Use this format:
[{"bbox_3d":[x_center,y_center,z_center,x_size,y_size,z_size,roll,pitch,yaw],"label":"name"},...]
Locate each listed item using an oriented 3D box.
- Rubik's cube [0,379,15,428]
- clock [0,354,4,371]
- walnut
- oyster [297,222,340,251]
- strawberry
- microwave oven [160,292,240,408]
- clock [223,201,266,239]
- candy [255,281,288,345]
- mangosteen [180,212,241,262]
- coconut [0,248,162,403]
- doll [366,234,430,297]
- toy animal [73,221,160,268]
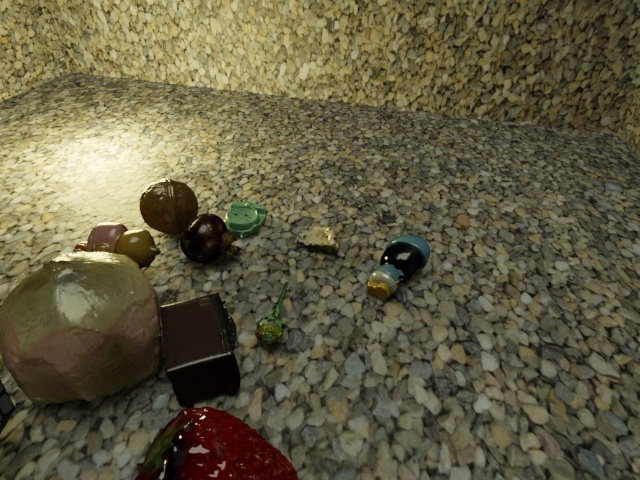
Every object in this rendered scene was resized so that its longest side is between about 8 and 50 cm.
[{"bbox_3d":[-0.859,0.403,0.879,0.319,0.318,0.264,17,12,17],"label":"Rubik's cube"},{"bbox_3d":[-1.044,0.364,1.054,0.266,0.108,0.324,18,41,17],"label":"clock"},{"bbox_3d":[-0.603,-0.139,1.630,0.228,0.227,0.227,2,38,-1],"label":"walnut"},{"bbox_3d":[0.000,-0.006,1.634,0.209,0.071,0.132,0,40,29],"label":"oyster"},{"bbox_3d":[-0.225,0.507,0.827,0.310,0.292,0.291,49,41,-14],"label":"strawberry"},{"bbox_3d":[-0.325,0.295,1.132,0.188,0.177,0.247,-12,41,-18],"label":"microwave oven"},{"bbox_3d":[-0.323,-0.080,1.700,0.160,0.065,0.210,7,39,6],"label":"clock"},{"bbox_3d":[-0.136,0.222,1.330,0.091,0.083,0.305,-26,22,23],"label":"candy"},{"bbox_3d":[-0.404,0.005,1.517,0.217,0.192,0.192,31,36,-15],"label":"mangosteen"},{"bbox_3d":[-0.626,0.201,1.086,0.406,0.404,0.404,2,38,-1],"label":"coconut"},{"bbox_3d":[0.288,0.083,1.480,0.177,0.141,0.314,1,39,51],"label":"doll"},{"bbox_3d":[-0.705,0.026,1.466,0.282,0.168,0.195,15,5,11],"label":"toy animal"}]
